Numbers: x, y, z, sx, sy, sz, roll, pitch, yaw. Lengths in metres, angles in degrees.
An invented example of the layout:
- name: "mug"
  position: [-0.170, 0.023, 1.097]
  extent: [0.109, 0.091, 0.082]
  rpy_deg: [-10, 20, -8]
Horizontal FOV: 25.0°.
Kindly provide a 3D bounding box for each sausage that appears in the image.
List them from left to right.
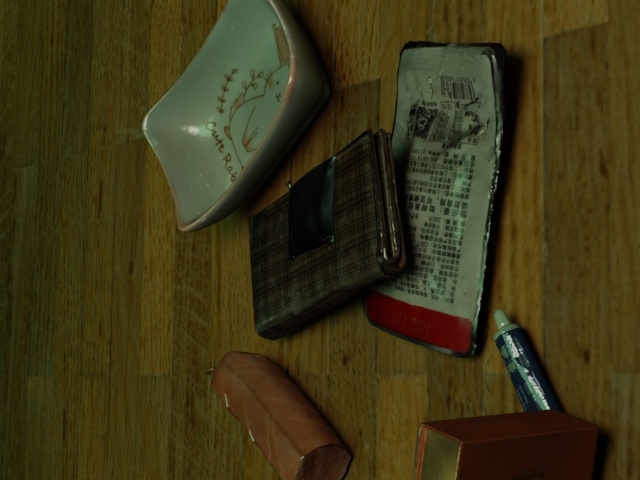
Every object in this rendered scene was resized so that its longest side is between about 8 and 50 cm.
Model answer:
- name: "sausage"
  position: [-0.041, 0.151, 1.257]
  extent: [0.169, 0.065, 0.065]
  rpy_deg: [46, 120, 44]

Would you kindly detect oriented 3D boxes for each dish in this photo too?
- name: "dish"
  position: [-0.069, -0.120, 1.314]
  extent: [0.212, 0.077, 0.151]
  rpy_deg: [-51, 47, 35]

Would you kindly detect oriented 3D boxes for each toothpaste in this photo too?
- name: "toothpaste"
  position: [0.155, 0.111, 1.043]
  extent: [0.037, 0.021, 0.140]
  rpy_deg: [-44, 57, 40]

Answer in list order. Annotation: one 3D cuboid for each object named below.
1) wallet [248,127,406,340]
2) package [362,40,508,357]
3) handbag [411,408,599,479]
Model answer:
- name: "wallet"
  position: [0.000, 0.000, 1.214]
  extent: [0.230, 0.042, 0.124]
  rpy_deg: [145, 122, -59]
- name: "package"
  position: [0.085, -0.038, 1.141]
  extent: [0.154, 0.030, 0.239]
  rpy_deg: [16, 98, 59]
- name: "handbag"
  position: [0.118, 0.215, 0.979]
  extent: [0.062, 0.127, 0.190]
  rpy_deg: [20, 106, 53]
